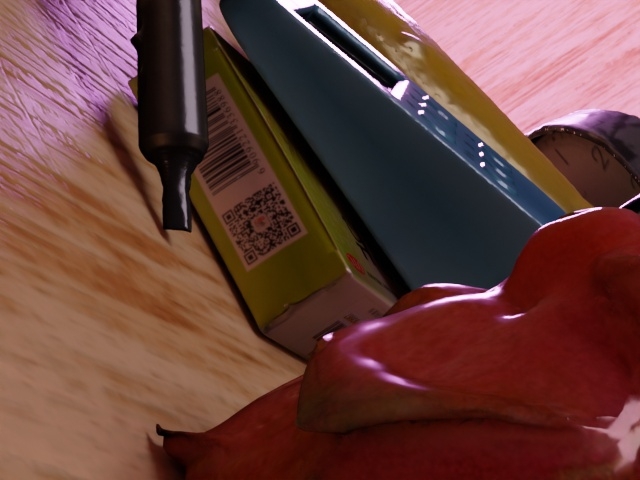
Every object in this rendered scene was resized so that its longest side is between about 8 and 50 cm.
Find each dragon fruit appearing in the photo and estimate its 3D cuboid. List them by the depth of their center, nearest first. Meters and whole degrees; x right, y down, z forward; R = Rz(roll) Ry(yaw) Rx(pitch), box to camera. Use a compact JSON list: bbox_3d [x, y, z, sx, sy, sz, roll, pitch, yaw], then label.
[{"bbox_3d":[0.108,0.132,0.658,0.305,0.225,0.305,55,7,-10],"label":"dragon fruit"}]

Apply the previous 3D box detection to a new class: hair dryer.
[{"bbox_3d":[-0.100,-0.122,0.897,0.195,0.078,0.248,5,65,-24],"label":"hair dryer"}]

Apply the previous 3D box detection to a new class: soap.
[{"bbox_3d":[0.083,-0.137,1.699,0.427,0.115,0.306,47,10,9],"label":"soap"}]

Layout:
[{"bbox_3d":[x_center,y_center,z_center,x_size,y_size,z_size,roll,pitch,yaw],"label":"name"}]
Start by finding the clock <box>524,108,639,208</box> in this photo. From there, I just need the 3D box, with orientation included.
[{"bbox_3d":[0.291,0.027,1.826,0.325,0.067,0.325,35,-47,48],"label":"clock"}]

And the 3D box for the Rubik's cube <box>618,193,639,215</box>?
[{"bbox_3d":[0.344,0.137,1.469,0.337,0.343,0.344,59,9,16],"label":"Rubik's cube"}]

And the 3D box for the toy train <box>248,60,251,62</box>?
[{"bbox_3d":[-0.004,-0.118,1.376,0.132,0.083,0.200,49,11,-22],"label":"toy train"}]

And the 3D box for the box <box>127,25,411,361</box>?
[{"bbox_3d":[0.000,-0.001,1.054,0.175,0.062,0.260,60,9,25],"label":"box"}]

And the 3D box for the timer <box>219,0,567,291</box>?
[{"bbox_3d":[0.048,-0.067,1.074,0.250,0.091,0.232,51,10,-5],"label":"timer"}]
